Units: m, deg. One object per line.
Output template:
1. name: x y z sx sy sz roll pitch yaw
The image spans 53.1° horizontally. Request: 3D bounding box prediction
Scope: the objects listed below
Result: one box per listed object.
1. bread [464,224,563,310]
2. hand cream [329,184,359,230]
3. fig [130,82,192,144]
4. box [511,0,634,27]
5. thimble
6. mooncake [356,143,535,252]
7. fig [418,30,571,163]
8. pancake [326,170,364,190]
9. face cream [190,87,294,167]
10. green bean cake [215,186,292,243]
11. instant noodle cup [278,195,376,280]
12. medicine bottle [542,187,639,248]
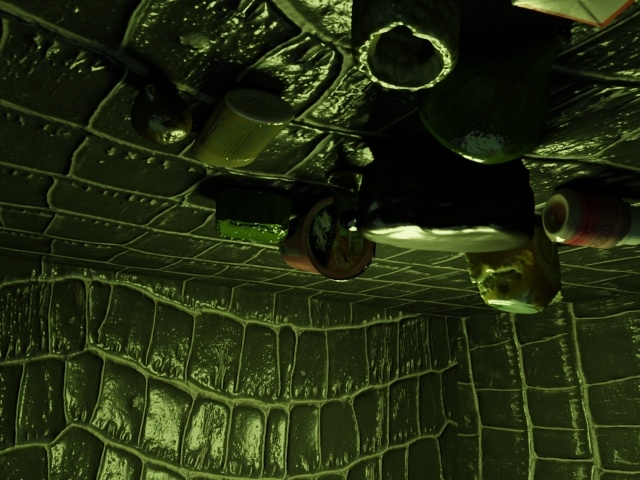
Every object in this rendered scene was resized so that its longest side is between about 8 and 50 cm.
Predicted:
1. bread: 0.636 0.109 2.036 0.239 0.264 0.395 -12 159 33
2. hand cream: 0.069 -0.085 1.573 0.086 0.055 0.235 16 -158 -10
3. fig: -0.294 -0.241 1.173 0.109 0.103 0.155 -31 163 -20
4. box: 0.308 -0.331 0.700 0.133 0.099 0.182 8 167 -7
5. thimble: 0.105 -0.290 0.799 0.137 0.144 0.190 1 165 11
6. mooncake: 0.274 -0.086 1.423 0.381 0.212 0.350 6 165 5
7. fig: 0.278 -0.244 1.003 0.203 0.203 0.235 12 124 -31
8. pancake: 0.084 -0.149 1.598 0.129 0.023 0.116 14 162 -36
9. face cream: -0.166 -0.217 1.291 0.139 0.067 0.285 10 164 -22
10. green bean cake: -0.191 -0.065 1.795 0.214 0.113 0.200 6 165 -7
11. instant noodle cup: 0.000 0.000 1.855 0.244 0.244 0.255 10 173 -27
12. medicine bottle: 0.701 -0.052 1.624 0.247 0.147 0.147 6 165 -16
